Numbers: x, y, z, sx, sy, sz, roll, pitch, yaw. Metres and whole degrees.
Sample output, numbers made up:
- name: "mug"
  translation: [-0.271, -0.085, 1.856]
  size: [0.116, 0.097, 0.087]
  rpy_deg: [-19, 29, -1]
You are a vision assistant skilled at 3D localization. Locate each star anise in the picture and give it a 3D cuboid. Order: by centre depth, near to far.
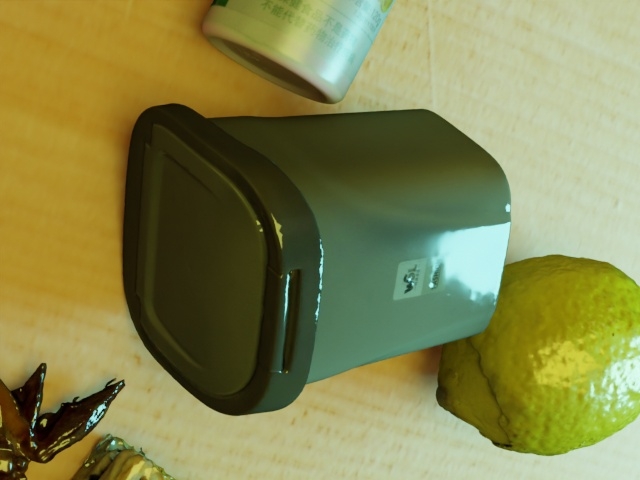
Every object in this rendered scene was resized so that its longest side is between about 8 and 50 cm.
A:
- name: "star anise"
  translation: [-0.272, 0.158, 1.357]
  size: [0.157, 0.053, 0.212]
  rpy_deg: [40, 83, -22]

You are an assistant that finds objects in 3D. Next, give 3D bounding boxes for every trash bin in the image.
- name: "trash bin"
  translation: [0.000, 0.000, 1.362]
  size: [0.250, 0.219, 0.220]
  rpy_deg: [-9, 123, -29]

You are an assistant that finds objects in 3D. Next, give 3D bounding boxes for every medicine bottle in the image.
- name: "medicine bottle"
  translation: [0.020, -0.258, 1.379]
  size: [0.133, 0.133, 0.274]
  rpy_deg: [29, 85, -23]

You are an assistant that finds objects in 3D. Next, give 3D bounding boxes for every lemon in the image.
- name: "lemon"
  translation: [0.203, 0.100, 1.480]
  size: [0.193, 0.180, 0.181]
  rpy_deg: [12, 92, -7]

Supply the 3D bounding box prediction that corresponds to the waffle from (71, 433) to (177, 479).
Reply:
- name: "waffle"
  translation: [-0.119, 0.335, 1.425]
  size: [0.308, 0.091, 0.213]
  rpy_deg: [42, 80, -22]
